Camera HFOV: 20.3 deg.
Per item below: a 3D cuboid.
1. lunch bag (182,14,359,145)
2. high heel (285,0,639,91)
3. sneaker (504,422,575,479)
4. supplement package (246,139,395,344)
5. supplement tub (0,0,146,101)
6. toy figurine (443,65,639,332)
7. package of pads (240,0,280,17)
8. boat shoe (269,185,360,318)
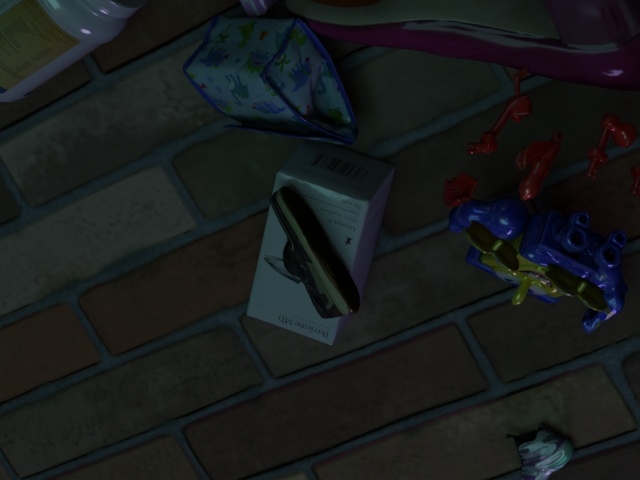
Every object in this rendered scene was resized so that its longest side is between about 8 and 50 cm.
[{"bbox_3d":[-0.046,-0.152,1.829,0.129,0.096,0.151,12,154,44],"label":"lunch bag"},{"bbox_3d":[0.149,-0.199,1.758,0.377,0.127,0.181,6,147,35],"label":"high heel"},{"bbox_3d":[0.226,0.240,1.964,0.069,0.038,0.098,38,112,3],"label":"sneaker"},{"bbox_3d":[0.000,0.000,1.898,0.105,0.105,0.179,18,119,10],"label":"supplement package"},{"bbox_3d":[-0.291,-0.249,1.873,0.199,0.144,0.144,-28,101,29],"label":"supplement tub"},{"bbox_3d":[0.260,-0.004,1.798,0.362,0.191,0.217,24,165,-16],"label":"toy figurine"},{"bbox_3d":[-0.070,-0.274,1.829,0.032,0.050,0.083,-17,107,33],"label":"package of pads"},{"bbox_3d":[-0.015,0.017,1.817,0.049,0.056,0.152,-25,104,21],"label":"boat shoe"}]
